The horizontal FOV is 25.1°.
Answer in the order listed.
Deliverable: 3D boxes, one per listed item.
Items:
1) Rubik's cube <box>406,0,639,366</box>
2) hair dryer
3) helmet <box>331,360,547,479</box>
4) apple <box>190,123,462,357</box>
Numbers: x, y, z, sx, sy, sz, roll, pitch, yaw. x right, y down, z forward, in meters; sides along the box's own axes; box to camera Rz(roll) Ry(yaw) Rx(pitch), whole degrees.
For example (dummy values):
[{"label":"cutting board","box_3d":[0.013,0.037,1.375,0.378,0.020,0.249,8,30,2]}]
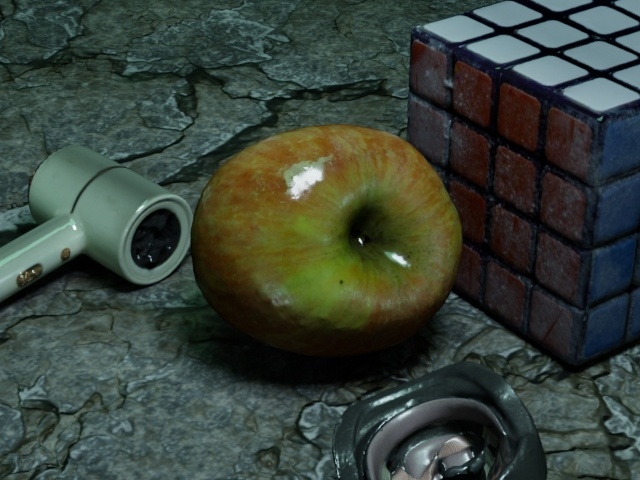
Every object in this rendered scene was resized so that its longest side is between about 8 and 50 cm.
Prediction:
[{"label":"Rubik's cube","box_3d":[0.333,-0.100,1.795,0.337,0.344,0.344,-19,38,-31]},{"label":"hair dryer","box_3d":[-0.356,0.019,1.805,0.203,0.128,0.362,28,47,35]},{"label":"helmet","box_3d":[0.125,0.240,1.402,0.198,0.154,0.253,-22,14,-1]},{"label":"apple","box_3d":[0.000,0.000,1.691,0.309,0.277,0.250,20,-10,-22]}]
